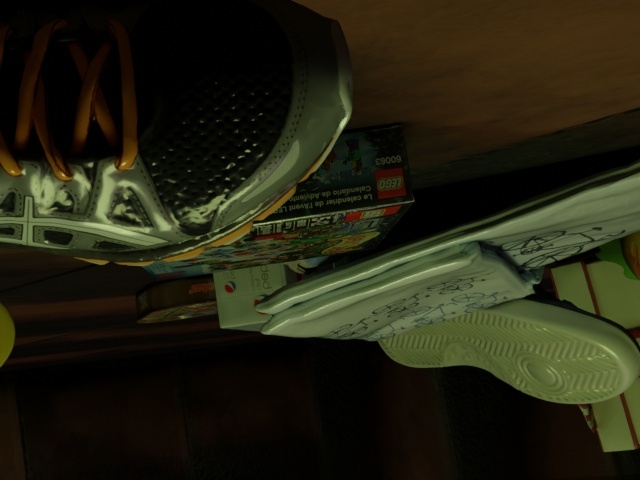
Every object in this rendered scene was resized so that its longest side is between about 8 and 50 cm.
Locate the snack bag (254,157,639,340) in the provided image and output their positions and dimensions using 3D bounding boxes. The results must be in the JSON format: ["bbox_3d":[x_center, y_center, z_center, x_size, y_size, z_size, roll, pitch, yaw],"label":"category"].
[{"bbox_3d":[0.149,0.018,1.055,0.343,0.037,0.323,-21,168,14],"label":"snack bag"}]

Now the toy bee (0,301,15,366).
[{"bbox_3d":[-0.277,0.073,0.737,0.195,0.162,0.298,-8,174,-19],"label":"toy bee"}]

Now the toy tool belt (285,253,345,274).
[{"bbox_3d":[0.000,0.000,0.946,0.051,0.052,0.083,-2,178,29],"label":"toy tool belt"}]

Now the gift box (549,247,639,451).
[{"bbox_3d":[0.409,0.089,1.435,0.258,0.255,0.276,-17,176,42],"label":"gift box"}]

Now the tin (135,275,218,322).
[{"bbox_3d":[-0.149,0.065,1.409,0.106,0.040,0.190,-11,175,-19],"label":"tin"}]

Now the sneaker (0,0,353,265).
[{"bbox_3d":[-0.096,-0.034,0.376,0.215,0.084,0.083,-9,169,13],"label":"sneaker"}]

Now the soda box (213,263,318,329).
[{"bbox_3d":[-0.050,0.056,1.302,0.074,0.069,0.216,-9,173,8],"label":"soda box"}]

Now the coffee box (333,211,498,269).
[{"bbox_3d":[0.115,0.010,1.229,0.184,0.040,0.113,-11,172,22],"label":"coffee box"}]

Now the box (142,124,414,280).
[{"bbox_3d":[-0.036,-0.016,0.773,0.159,0.044,0.233,-8,174,-3],"label":"box"}]

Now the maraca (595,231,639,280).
[{"bbox_3d":[0.348,0.009,1.248,0.127,0.099,0.186,36,157,-15],"label":"maraca"}]

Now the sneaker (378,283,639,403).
[{"bbox_3d":[0.201,0.065,1.313,0.350,0.131,0.148,10,-133,48],"label":"sneaker"}]
